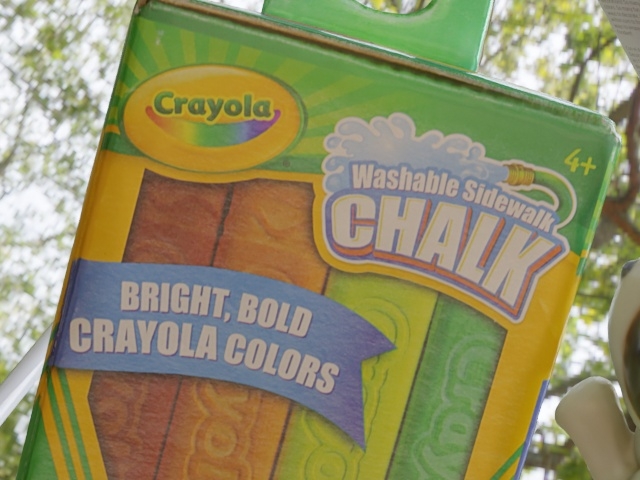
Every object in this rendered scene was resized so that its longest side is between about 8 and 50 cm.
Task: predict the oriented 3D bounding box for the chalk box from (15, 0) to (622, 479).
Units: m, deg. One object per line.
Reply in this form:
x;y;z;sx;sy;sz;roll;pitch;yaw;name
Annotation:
0.000;0.000;0.384;0.132;0.132;0.213;14;-82;-3;chalk box

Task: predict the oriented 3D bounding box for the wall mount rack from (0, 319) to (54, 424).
-0.190;0.185;0.630;0.130;0.304;0.350;11;-35;-37;wall mount rack

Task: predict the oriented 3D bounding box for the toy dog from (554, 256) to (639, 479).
0.349;0.159;0.942;0.284;0.395;0.408;-40;-57;-8;toy dog

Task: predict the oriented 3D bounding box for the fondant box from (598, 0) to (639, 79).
0.391;-0.122;1.070;0.330;0.096;0.238;52;-15;-29;fondant box

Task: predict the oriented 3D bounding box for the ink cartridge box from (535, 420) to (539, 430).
0.064;0.107;1.332;0.261;0.296;0.066;29;-84;-15;ink cartridge box
